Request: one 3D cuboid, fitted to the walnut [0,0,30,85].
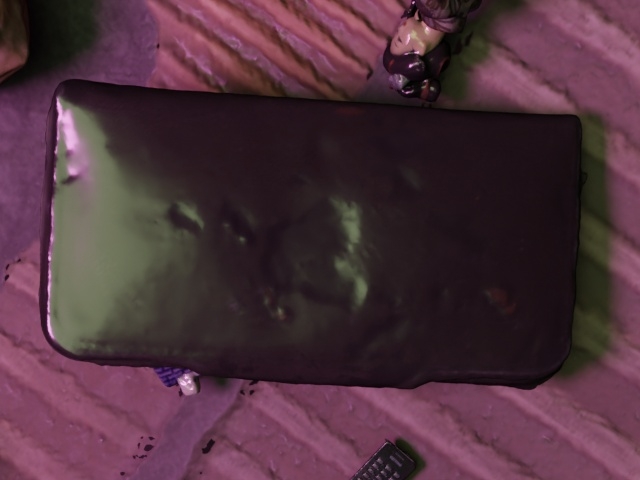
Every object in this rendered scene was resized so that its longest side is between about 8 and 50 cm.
[{"bbox_3d":[-0.311,-0.173,1.105,0.230,0.178,0.178,24,98,9],"label":"walnut"}]

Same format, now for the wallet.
[{"bbox_3d":[0.000,0.000,1.044,0.377,0.051,0.197,3,89,-7],"label":"wallet"}]

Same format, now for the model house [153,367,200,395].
[{"bbox_3d":[-0.086,0.059,1.109,0.100,0.088,0.100,-21,87,13],"label":"model house"}]

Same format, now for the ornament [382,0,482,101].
[{"bbox_3d":[0.080,-0.193,1.043,0.153,0.166,0.196,33,114,10],"label":"ornament"}]

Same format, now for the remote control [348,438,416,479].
[{"bbox_3d":[0.030,0.184,1.127,0.034,0.016,0.091,41,101,-9],"label":"remote control"}]
